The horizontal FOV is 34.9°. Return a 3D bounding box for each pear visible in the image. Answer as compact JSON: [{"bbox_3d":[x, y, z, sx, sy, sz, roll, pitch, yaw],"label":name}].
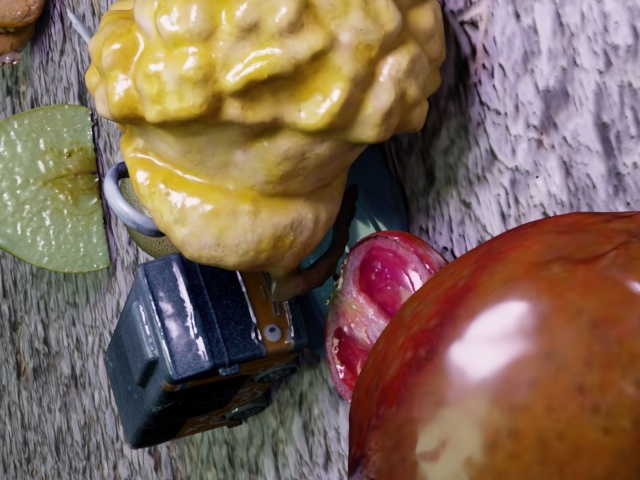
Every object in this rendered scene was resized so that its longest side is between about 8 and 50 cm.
[{"bbox_3d":[-0.494,-0.073,1.702,0.139,0.239,0.287,-17,80,54],"label":"pear"}]

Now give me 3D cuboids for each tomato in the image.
[{"bbox_3d":[0.090,0.083,1.025,0.173,0.099,0.189,39,123,42],"label":"tomato"}]

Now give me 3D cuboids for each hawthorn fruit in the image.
[{"bbox_3d":[0.177,0.135,0.753,0.324,0.308,0.308,-50,55,44],"label":"hawthorn fruit"}]

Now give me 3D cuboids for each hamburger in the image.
[{"bbox_3d":[-0.604,-0.436,1.818,0.211,0.245,0.260,-26,94,51],"label":"hamburger"}]

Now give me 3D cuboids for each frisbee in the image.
[{"bbox_3d":[-0.005,0.000,1.190,0.290,0.049,0.289,11,103,53],"label":"frisbee"}]

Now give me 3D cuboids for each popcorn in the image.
[{"bbox_3d":[-0.043,-0.134,0.990,0.349,0.349,0.381,0,102,55],"label":"popcorn"}]

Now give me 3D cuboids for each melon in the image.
[{"bbox_3d":[-0.199,-0.042,1.381,0.192,0.139,0.139,52,134,36],"label":"melon"}]

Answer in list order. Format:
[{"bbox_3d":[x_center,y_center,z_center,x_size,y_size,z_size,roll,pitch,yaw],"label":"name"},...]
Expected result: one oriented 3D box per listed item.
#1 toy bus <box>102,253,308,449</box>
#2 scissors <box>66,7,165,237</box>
[{"bbox_3d":[-0.151,0.135,1.264,0.161,0.194,0.323,70,154,20],"label":"toy bus"},{"bbox_3d":[-0.187,-0.133,1.148,0.029,0.256,0.383,-49,56,26],"label":"scissors"}]
